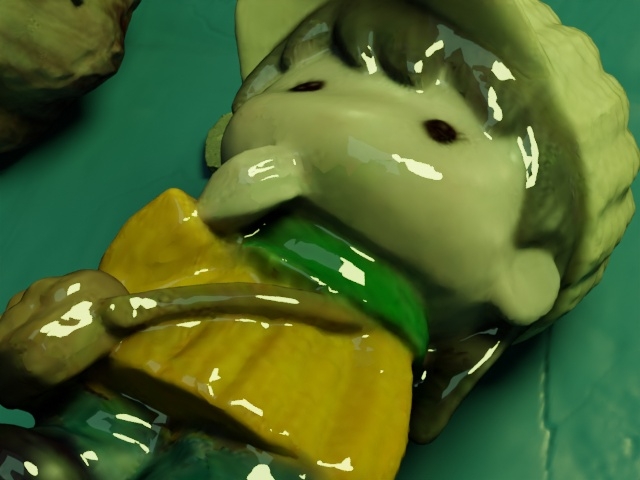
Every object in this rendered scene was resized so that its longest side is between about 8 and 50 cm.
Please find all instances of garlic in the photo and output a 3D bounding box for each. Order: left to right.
[{"bbox_3d":[-0.199,-0.153,0.794,0.244,0.160,0.245,-6,73,20],"label":"garlic"}]

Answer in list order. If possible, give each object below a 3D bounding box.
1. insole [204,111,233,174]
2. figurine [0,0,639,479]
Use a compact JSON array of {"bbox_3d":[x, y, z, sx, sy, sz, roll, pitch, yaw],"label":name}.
[{"bbox_3d":[0.030,-0.060,0.741,0.192,0.010,0.063,-6,51,13],"label":"insole"},{"bbox_3d":[0.001,0.024,0.568,0.185,0.204,0.332,21,67,26],"label":"figurine"}]
